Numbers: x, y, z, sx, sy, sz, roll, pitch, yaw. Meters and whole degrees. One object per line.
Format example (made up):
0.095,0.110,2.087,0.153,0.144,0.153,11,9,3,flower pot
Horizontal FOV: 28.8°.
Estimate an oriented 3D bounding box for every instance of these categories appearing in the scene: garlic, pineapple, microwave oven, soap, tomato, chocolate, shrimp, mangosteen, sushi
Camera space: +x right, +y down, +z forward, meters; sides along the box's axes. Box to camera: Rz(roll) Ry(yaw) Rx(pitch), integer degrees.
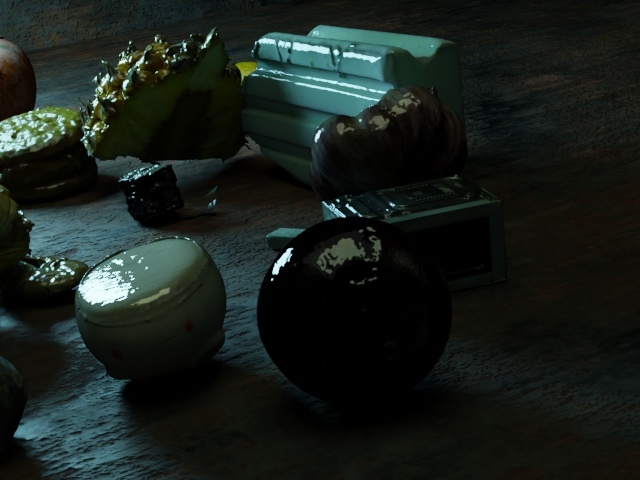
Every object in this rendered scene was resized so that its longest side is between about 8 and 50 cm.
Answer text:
0.103,-0.105,1.779,0.244,0.245,0.161,-10,56,-12,garlic
-0.268,-0.305,2.242,0.344,0.286,0.209,-4,43,-40,pineapple
0.122,-0.004,1.658,0.208,0.123,0.162,-11,21,-14,microwave oven
0.040,-0.220,2.091,0.156,0.261,0.446,-19,22,-33,soap
-0.720,-0.298,2.580,0.264,0.265,0.265,-5,19,2,tomato
-0.396,0.157,1.380,0.110,0.110,0.248,-17,21,-29,chocolate
-0.417,0.046,1.791,0.217,0.051,0.115,9,18,39,shrimp
0.029,0.073,1.369,0.211,0.211,0.250,-11,8,-13,mangosteen
-0.272,-0.081,2.044,0.098,0.084,0.094,-24,9,-37,sushi

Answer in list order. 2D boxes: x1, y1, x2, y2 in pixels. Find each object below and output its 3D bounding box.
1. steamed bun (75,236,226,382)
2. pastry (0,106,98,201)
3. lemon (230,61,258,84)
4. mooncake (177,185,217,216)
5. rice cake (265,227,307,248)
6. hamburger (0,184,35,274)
-0.194,0.089,1.470,0.177,0.131,0.228,-18,22,-4,steamed bun
-0.533,-0.160,2.291,0.235,0.132,0.240,-11,19,-18,pastry
-0.158,-0.292,2.546,0.187,0.142,0.142,-19,17,12,lemon
-0.075,-0.046,1.939,0.150,0.057,0.346,-5,12,-38,mooncake
0.000,0.000,1.829,0.170,0.029,0.033,1,27,23,rice cake
-0.564,0.003,1.726,0.318,0.158,0.319,-12,31,7,hamburger
